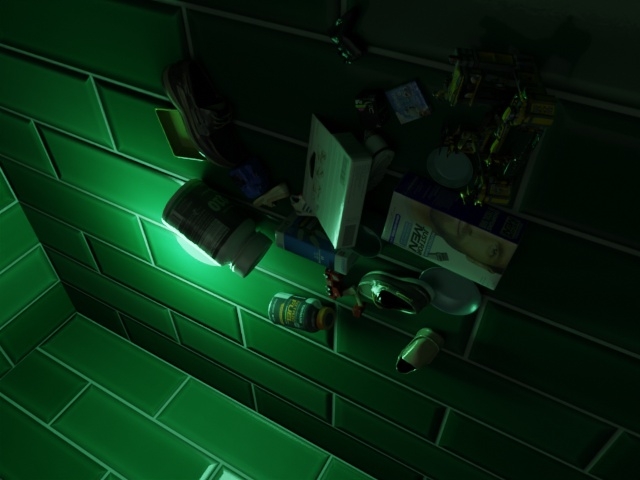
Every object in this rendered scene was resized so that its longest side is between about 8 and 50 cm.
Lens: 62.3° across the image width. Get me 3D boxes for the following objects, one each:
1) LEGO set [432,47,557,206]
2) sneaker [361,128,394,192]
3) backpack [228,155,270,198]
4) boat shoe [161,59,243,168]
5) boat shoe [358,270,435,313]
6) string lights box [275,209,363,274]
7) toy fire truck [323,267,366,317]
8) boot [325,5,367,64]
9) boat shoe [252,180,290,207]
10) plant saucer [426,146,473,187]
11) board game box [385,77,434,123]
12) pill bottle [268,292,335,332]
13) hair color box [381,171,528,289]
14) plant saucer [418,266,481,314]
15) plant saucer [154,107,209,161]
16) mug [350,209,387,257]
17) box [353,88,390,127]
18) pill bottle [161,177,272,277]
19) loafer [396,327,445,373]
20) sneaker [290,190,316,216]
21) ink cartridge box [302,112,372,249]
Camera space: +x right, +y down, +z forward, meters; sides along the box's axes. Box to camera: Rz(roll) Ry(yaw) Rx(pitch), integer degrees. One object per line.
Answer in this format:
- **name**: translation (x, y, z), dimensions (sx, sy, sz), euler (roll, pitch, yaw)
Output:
- **LEGO set**: translation (0.322, -0.235, 1.101), dimensions (0.192, 0.254, 0.331), euler (6, 150, -2)
- **sneaker**: translation (0.122, -0.204, 1.448), dimensions (0.094, 0.090, 0.235), euler (55, 147, 15)
- **backpack**: translation (-0.219, -0.199, 1.701), dimensions (0.101, 0.098, 0.120), euler (-14, 117, 42)
- **boat shoe**: translation (-0.339, -0.376, 1.596), dimensions (0.130, 0.132, 0.355), euler (-10, 122, 44)
- **boat shoe**: translation (0.220, 0.169, 1.687), dimensions (0.305, 0.091, 0.109), euler (4, 130, 51)
- **string lights box**: translation (0.000, 0.000, 1.692), dimensions (0.260, 0.133, 0.076), euler (21, 138, 21)
- **toy fire truck**: translation (0.088, 0.177, 1.866), dimensions (0.135, 0.047, 0.192), euler (16, 135, 26)
- **boot**: translation (0.073, -0.475, 1.236), dimensions (0.099, 0.045, 0.121), euler (51, 148, -11)
- **boat shoe**: translation (-0.160, -0.138, 1.742), dimensions (0.170, 0.063, 0.059), euler (-25, 104, 48)
- **plant saucer**: translation (0.328, -0.188, 1.332), dimensions (0.119, 0.021, 0.119), euler (21, 139, 20)
- **board game box**: translation (0.215, -0.335, 1.279), dimensions (0.090, 0.020, 0.090), euler (-10, 121, 45)
- **pill bottle**: translation (-0.068, 0.280, 2.027), dimensions (0.246, 0.130, 0.130), euler (6, 131, 34)
- **hair color box**: translation (0.347, -0.026, 1.411), dimensions (0.339, 0.110, 0.185), euler (24, 139, 16)
- **plant saucer**: translation (0.394, 0.143, 1.595), dimensions (0.195, 0.037, 0.194), euler (23, 139, 21)
- **plant saucer**: translation (-0.441, -0.361, 1.761), dimensions (0.188, 0.045, 0.188), euler (12, 135, 30)
- **mug**: translation (0.133, -0.035, 1.579), dimensions (0.158, 0.097, 0.129), euler (38, 142, 2)
- **box**: translation (0.130, -0.330, 1.327), dimensions (0.062, 0.052, 0.083), euler (9, 134, 34)
- **pill bottle**: translation (-0.364, -0.039, 1.890), dimensions (0.361, 0.204, 0.204), euler (37, 142, 2)
- **loafer**: translation (0.343, 0.396, 1.841), dimensions (0.102, 0.092, 0.268), euler (33, 141, 8)
- **sneaker**: translation (-0.032, -0.119, 1.661), dimensions (0.161, 0.057, 0.075), euler (1, 134, 42)
- **ink cartridge box**: translation (0.038, -0.168, 1.478), dimensions (0.261, 0.066, 0.296), euler (-121, 30, -43)
